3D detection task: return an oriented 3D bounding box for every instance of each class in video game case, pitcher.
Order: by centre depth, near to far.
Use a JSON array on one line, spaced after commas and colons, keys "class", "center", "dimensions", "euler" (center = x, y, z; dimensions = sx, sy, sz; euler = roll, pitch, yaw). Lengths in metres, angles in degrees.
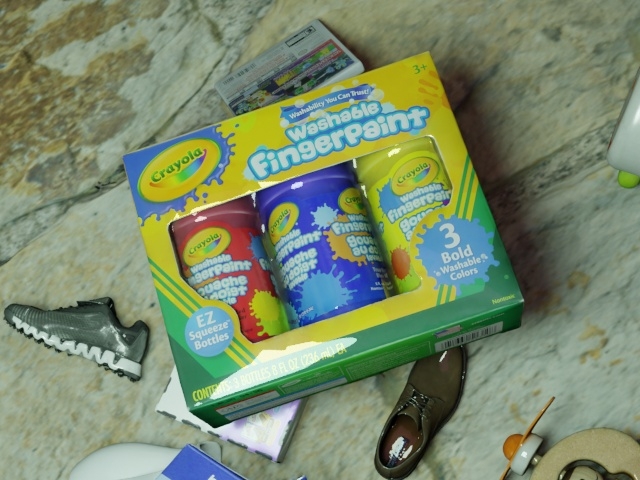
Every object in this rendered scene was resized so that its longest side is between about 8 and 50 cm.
[{"class": "pitcher", "center": [-0.251, 0.340, 1.498], "dimensions": [0.207, 0.178, 0.125], "euler": [-11, 74, 3]}, {"class": "video game case", "center": [-0.052, -0.251, 1.649], "dimensions": [0.201, 0.023, 0.183], "euler": [-33, 39, -2]}]

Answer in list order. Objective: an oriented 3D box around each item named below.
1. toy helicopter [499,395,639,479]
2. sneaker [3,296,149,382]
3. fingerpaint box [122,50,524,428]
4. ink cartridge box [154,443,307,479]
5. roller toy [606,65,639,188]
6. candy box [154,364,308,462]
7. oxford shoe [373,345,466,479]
[{"class": "toy helicopter", "center": [0.286, 0.374, 1.450], "dimensions": [0.355, 0.140, 0.235], "euler": [-32, 73, 1]}, {"class": "sneaker", "center": [-0.363, 0.127, 1.619], "dimensions": [0.234, 0.078, 0.106], "euler": [20, 77, 7]}, {"class": "fingerpaint box", "center": [0.000, 0.000, 1.428], "dimensions": [0.445, 0.163, 0.371], "euler": [-18, 70, 2]}, {"class": "ink cartridge box", "center": [-0.161, 0.436, 1.281], "dimensions": [0.151, 0.270, 0.395], "euler": [24, 60, 33]}, {"class": "roller toy", "center": [0.509, -0.175, 1.522], "dimensions": [0.146, 0.209, 0.191], "euler": [21, 74, 10]}, {"class": "candy box", "center": [-0.119, 0.214, 1.568], "dimensions": [0.196, 0.070, 0.165], "euler": [21, 80, 11]}, {"class": "oxford shoe", "center": [0.147, 0.237, 1.519], "dimensions": [0.083, 0.096, 0.227], "euler": [22, 78, 13]}]
